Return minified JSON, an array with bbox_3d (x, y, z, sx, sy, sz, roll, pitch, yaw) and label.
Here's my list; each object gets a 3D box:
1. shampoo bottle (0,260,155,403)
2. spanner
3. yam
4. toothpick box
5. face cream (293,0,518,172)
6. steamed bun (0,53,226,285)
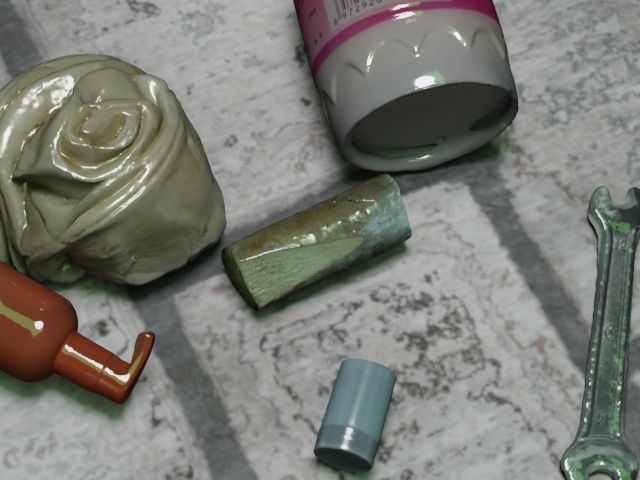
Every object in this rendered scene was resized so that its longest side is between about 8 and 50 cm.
[{"bbox_3d":[-0.261,0.064,1.381,0.244,0.085,0.085,26,66,6],"label":"shampoo bottle"},{"bbox_3d":[0.255,0.085,1.466,0.071,0.017,0.302,9,66,-2],"label":"spanner"},{"bbox_3d":[0.000,0.000,1.446,0.169,0.068,0.068,-26,71,-17],"label":"yam"},{"bbox_3d":[0.030,0.147,1.392,0.052,0.052,0.083,17,64,2],"label":"toothpick box"},{"bbox_3d":[0.073,-0.182,1.476,0.175,0.175,0.195,-9,67,-10],"label":"face cream"},{"bbox_3d":[-0.200,-0.068,1.412,0.211,0.144,0.218,-20,69,-14],"label":"steamed bun"}]
